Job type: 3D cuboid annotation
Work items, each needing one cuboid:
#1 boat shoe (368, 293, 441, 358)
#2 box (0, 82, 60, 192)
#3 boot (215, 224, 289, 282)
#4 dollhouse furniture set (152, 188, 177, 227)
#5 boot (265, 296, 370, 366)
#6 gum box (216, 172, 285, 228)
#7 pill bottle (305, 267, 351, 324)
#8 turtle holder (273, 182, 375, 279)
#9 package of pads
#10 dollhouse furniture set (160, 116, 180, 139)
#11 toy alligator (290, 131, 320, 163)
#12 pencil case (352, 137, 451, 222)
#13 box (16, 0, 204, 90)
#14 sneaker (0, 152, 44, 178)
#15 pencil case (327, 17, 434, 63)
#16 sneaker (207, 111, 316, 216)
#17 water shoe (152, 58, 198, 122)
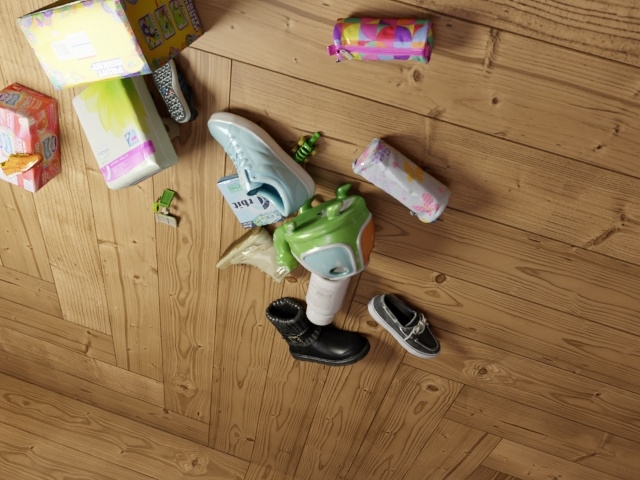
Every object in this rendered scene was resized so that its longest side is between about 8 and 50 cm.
[{"bbox_3d":[0.305,0.283,1.782,0.306,0.113,0.105,44,144,-6],"label":"boat shoe"},{"bbox_3d":[-0.950,-0.324,1.698,0.154,0.142,0.300,22,132,0],"label":"box"},{"bbox_3d":[-0.219,0.075,1.810,0.203,0.095,0.262,43,126,-19],"label":"boot"},{"bbox_3d":[-0.525,-0.110,1.808,0.076,0.058,0.151,15,152,-3],"label":"dollhouse furniture set"},{"bbox_3d":[-0.013,0.328,1.921,0.348,0.131,0.260,-6,126,25],"label":"boot"},{"bbox_3d":[-0.214,-0.130,1.666,0.157,0.041,0.184,-11,123,27],"label":"gum box"},{"bbox_3d":[0.020,0.175,1.780,0.131,0.131,0.229,18,132,5],"label":"pill bottle"},{"bbox_3d":[0.007,0.003,1.534,0.320,0.243,0.227,-27,108,1],"label":"turtle holder"},{"bbox_3d":[-0.555,-0.311,1.491,0.229,0.101,0.296,-18,96,34],"label":"package of pads"},{"bbox_3d":[-0.539,-0.343,1.594,0.182,0.101,0.160,-26,92,36],"label":"dollhouse furniture set"},{"bbox_3d":[-0.064,-0.238,1.513,0.056,0.051,0.190,38,131,-13],"label":"toy alligator"},{"bbox_3d":[0.222,-0.161,1.436,0.273,0.113,0.124,35,151,-11],"label":"pencil case"},{"bbox_3d":[-0.490,-0.517,1.277,0.290,0.279,0.177,-2,128,22],"label":"box"},{"bbox_3d":[-0.923,-0.239,1.623,0.175,0.064,0.067,-13,114,23],"label":"sneaker"},{"bbox_3d":[0.141,-0.460,1.221,0.237,0.104,0.104,5,130,15],"label":"pencil case"},{"bbox_3d":[-0.188,-0.211,1.481,0.366,0.150,0.135,38,148,0],"label":"sneaker"},{"bbox_3d":[-0.403,-0.426,1.468,0.073,0.080,0.203,-12,99,24],"label":"water shoe"}]
